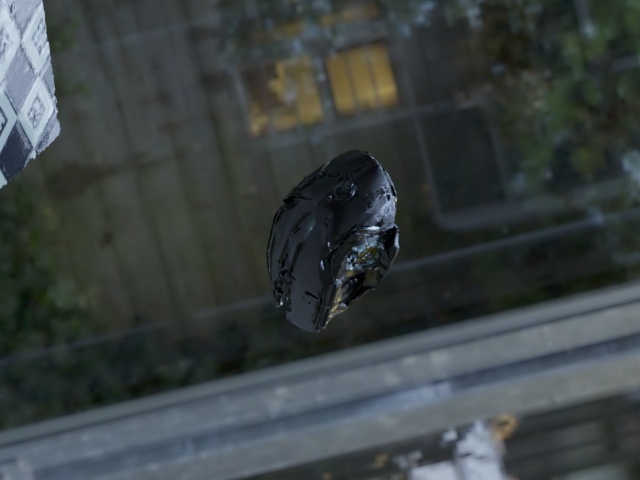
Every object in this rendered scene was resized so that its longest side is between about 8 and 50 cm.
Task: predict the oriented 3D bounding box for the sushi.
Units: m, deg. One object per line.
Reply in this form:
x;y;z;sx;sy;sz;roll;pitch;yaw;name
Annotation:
-0.317;-0.159;1.512;0.264;0.050;0.290;-56;150;-52;sushi

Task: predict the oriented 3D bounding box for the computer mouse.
0.000;0.000;1.855;0.146;0.077;0.242;62;-41;33;computer mouse
